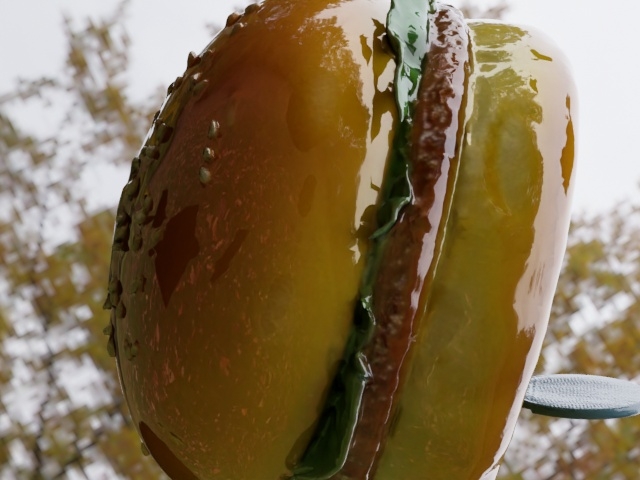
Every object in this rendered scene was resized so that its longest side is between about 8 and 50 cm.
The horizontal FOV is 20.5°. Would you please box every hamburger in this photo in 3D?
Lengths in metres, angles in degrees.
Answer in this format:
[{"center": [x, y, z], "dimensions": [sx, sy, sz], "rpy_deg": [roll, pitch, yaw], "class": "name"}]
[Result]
[{"center": [0.000, 0.002, 0.733], "dimensions": [0.246, 0.170, 0.246], "rpy_deg": [-169, -90, -83], "class": "hamburger"}]

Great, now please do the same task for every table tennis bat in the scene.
[{"center": [0.184, 0.123, 1.407], "dimensions": [0.100, 0.155, 0.019], "rpy_deg": [-55, 147, -75], "class": "table tennis bat"}]
